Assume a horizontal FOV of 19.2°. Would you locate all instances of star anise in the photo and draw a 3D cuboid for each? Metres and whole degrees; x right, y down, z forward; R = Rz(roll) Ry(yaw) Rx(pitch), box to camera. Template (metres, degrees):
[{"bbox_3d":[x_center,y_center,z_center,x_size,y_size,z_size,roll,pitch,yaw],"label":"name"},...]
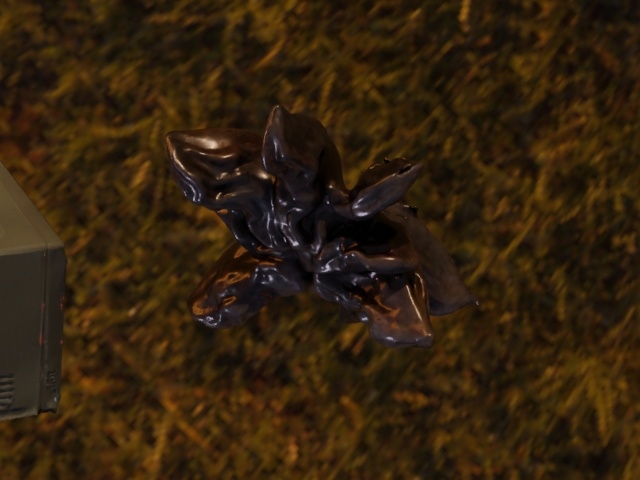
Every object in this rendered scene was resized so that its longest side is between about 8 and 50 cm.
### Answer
[{"bbox_3d":[0.003,0.000,1.346,0.212,0.129,0.282,16,148,18],"label":"star anise"}]

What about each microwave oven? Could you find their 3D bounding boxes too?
[{"bbox_3d":[-0.361,0.027,1.575,0.295,0.237,0.181,45,137,51],"label":"microwave oven"}]
